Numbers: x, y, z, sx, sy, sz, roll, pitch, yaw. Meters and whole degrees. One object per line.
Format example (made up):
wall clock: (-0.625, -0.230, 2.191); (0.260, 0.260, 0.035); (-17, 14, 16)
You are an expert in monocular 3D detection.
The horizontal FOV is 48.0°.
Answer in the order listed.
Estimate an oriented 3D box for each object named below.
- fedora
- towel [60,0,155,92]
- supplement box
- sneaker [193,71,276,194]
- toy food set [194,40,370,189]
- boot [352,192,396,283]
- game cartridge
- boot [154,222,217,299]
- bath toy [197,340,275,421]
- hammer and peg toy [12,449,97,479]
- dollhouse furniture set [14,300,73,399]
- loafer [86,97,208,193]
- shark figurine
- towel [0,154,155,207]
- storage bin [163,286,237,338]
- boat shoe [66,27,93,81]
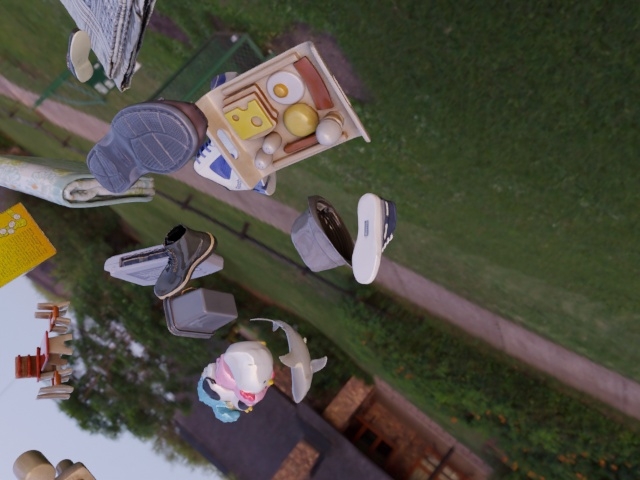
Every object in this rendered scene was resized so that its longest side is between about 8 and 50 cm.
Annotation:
fedora: (0.000, 0.000, 2.095); (0.244, 0.124, 0.275); (42, -157, -42)
towel: (-0.451, -0.500, 1.430); (0.324, 0.056, 0.312); (55, 145, 9)
supplement box: (-1.029, 0.070, 2.179); (0.194, 0.356, 0.195); (-24, 103, 44)
sneaker: (-0.238, -0.235, 1.748); (0.182, 0.127, 0.315); (-6, 126, 16)
toy food set: (-0.080, -0.234, 1.420); (0.306, 0.092, 0.219); (-19, 121, 28)
boot: (0.122, 0.000, 1.508); (0.069, 0.189, 0.086); (1, 172, 44)
game cartridge: (-0.435, 0.069, 2.042); (0.294, 0.060, 0.196); (-12, 156, 25)
boot: (-0.349, 0.043, 1.682); (0.077, 0.198, 0.137); (40, -177, 27)
bath toy: (-0.185, 0.334, 1.667); (0.152, 0.128, 0.348); (3, 156, -20)
hammer and peg toy: (-0.538, 0.549, 1.371); (0.127, 0.266, 0.361); (30, 150, 45)
dollhouse furniture set: (-0.811, 0.338, 2.102); (0.259, 0.135, 0.261); (-45, 50, 54)
loafer: (-0.244, -0.150, 1.042); (0.303, 0.095, 0.109); (-15, 115, 51)
shark figurine: (-0.094, 0.317, 2.086); (0.116, 0.166, 0.278); (-2, -122, -46)
towel: (-0.669, -0.159, 1.920); (0.321, 0.090, 0.374); (12, -172, 24)
storage bin: (-0.240, 0.137, 1.475); (0.135, 0.091, 0.098); (21, -131, -56)
boat shoe: (-0.470, -0.362, 1.387); (0.042, 0.049, 0.133); (44, 154, 10)
